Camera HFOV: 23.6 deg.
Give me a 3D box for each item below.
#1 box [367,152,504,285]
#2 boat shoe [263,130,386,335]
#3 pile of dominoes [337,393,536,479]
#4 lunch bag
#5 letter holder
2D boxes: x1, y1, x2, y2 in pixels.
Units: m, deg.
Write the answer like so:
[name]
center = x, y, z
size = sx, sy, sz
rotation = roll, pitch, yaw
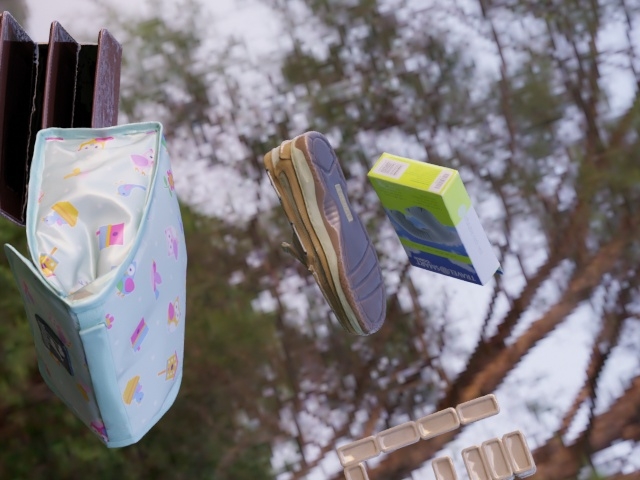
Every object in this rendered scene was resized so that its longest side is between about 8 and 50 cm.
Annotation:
[box]
center = 0.131, -0.017, 1.721
size = 0.109, 0.042, 0.178
rotation = 17, -31, 39
[boat shoe]
center = 0.000, 0.000, 1.384
size = 0.068, 0.072, 0.190
rotation = -9, 80, -60
[pile of dominoes]
center = 0.169, 0.336, 2.083
size = 0.040, 0.251, 0.196
rotation = 53, 18, -68
[lunch bag]
center = -0.217, 0.046, 1.522
size = 0.262, 0.160, 0.223
rotation = -92, 178, -46
[letter holder]
center = -0.408, -0.183, 2.342
size = 0.214, 0.152, 0.302
rotation = 59, 34, -80
